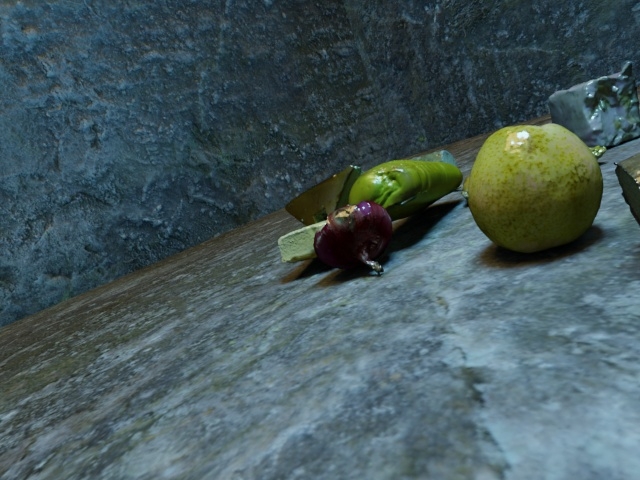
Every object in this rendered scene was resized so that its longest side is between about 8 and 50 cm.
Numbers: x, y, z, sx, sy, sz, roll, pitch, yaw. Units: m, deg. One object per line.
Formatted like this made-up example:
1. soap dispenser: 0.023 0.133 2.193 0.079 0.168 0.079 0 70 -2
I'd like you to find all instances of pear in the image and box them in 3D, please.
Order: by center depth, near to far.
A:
1. pear: 0.281 -0.074 0.571 0.178 0.178 0.178 -20 10 4

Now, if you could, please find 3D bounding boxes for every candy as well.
1. candy: 0.692 -0.328 1.073 0.137 0.185 0.195 -16 10 2

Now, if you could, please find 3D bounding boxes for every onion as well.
1. onion: 0.071 0.014 0.746 0.150 0.140 0.150 -18 -34 -12

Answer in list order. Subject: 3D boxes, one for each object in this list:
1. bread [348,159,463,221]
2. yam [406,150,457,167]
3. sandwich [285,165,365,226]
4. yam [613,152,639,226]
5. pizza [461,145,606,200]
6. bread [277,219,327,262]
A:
1. bread: 0.193 -0.119 0.939 0.166 0.112 0.383 -34 -10 34
2. yam: 0.394 -0.258 1.511 0.107 0.107 0.194 -27 12 -35
3. sandwich: 0.022 -0.084 0.976 0.090 0.088 0.244 -5 -14 -41
4. yam: 0.408 -0.061 0.362 0.238 0.128 0.129 -21 42 28
5. pizza: 0.489 -0.179 0.978 0.288 0.075 0.280 -15 12 36
6. bread: -0.001 0.000 0.928 0.125 0.068 0.188 -19 -2 21
